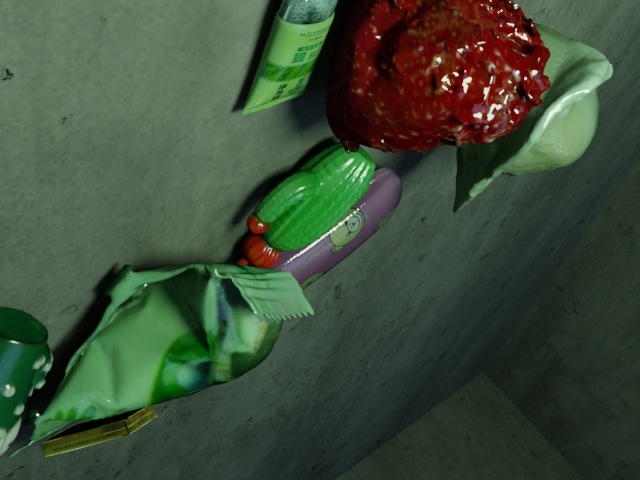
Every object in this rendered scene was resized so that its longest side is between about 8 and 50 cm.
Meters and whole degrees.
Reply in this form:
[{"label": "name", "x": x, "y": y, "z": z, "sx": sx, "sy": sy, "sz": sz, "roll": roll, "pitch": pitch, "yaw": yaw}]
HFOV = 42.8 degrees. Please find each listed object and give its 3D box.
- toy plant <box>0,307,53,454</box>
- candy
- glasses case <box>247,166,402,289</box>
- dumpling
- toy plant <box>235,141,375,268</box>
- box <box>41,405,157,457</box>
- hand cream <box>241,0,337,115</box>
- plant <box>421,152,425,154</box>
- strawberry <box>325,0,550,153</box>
[{"label": "toy plant", "x": -0.391, "y": 0.189, "z": 0.908, "sx": 0.243, "sy": 0.112, "sz": 0.232, "roll": -53, "pitch": 171, "yaw": -16}, {"label": "candy", "x": -0.215, "y": 0.157, "z": 1.089, "sx": 0.398, "sy": 0.172, "sz": 0.263, "roll": -39, "pitch": 164, "yaw": 14}, {"label": "glasses case", "x": 0.000, "y": 0.000, "z": 1.262, "sx": 0.316, "sy": 0.076, "sz": 0.123, "roll": -37, "pitch": 157, "yaw": -12}, {"label": "dumpling", "x": 0.290, "y": -0.176, "z": 1.158, "sx": 0.211, "sy": 0.270, "sz": 0.320, "roll": -1, "pitch": 163, "yaw": 13}, {"label": "toy plant", "x": -0.028, "y": -0.045, "z": 1.125, "sx": 0.240, "sy": 0.088, "sz": 0.154, "roll": -33, "pitch": 160, "yaw": -6}, {"label": "box", "x": -0.300, "y": 0.258, "z": 1.114, "sx": 0.133, "sy": 0.023, "sz": 0.090, "roll": -18, "pitch": 178, "yaw": 15}, {"label": "hand cream", "x": -0.028, "y": -0.209, "z": 0.886, "sx": 0.095, "sy": 0.046, "sz": 0.175, "roll": -28, "pitch": 155, "yaw": -37}, {"label": "plant", "x": 0.150, "y": -0.204, "z": 1.151, "sx": 0.087, "sy": 0.085, "sz": 0.174, "roll": -28, "pitch": 146, "yaw": -29}, {"label": "strawberry", "x": 0.128, "y": -0.214, "z": 0.938, "sx": 0.274, "sy": 0.274, "sz": 0.220, "roll": -27, "pitch": 115, "yaw": -33}]
